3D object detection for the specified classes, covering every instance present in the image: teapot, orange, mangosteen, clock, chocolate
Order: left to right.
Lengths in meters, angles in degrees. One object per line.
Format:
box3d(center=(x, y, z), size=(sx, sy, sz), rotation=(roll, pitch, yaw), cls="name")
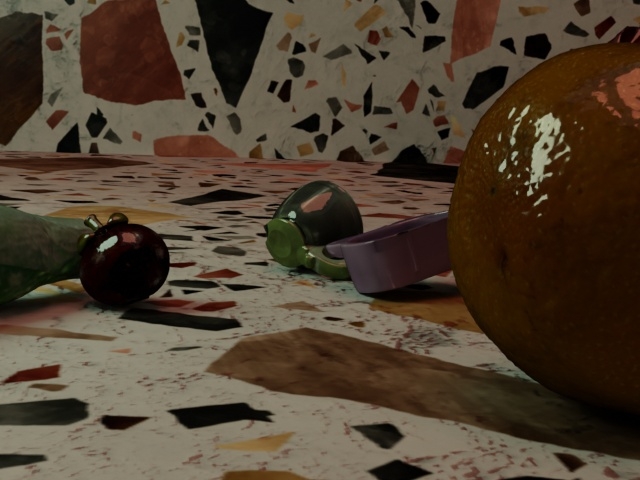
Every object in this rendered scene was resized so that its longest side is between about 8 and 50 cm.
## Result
box3d(center=(-0.298, 0.014, 0.940), size=(0.110, 0.110, 0.291), rotation=(8, 8, 33), cls="chocolate")
box3d(center=(-0.170, 0.017, 1.002), size=(0.081, 0.080, 0.081), rotation=(2, 8, 0), cls="mangosteen")
box3d(center=(-0.003, -0.008, 1.218), size=(0.124, 0.092, 0.091), rotation=(1, 22, 42), cls="teapot")
box3d(center=(0.085, 0.010, 1.138), size=(0.153, 0.050, 0.110), rotation=(-17, 6, -34), cls="clock")
box3d(center=(0.219, -0.010, 0.735), size=(0.264, 0.264, 0.264), rotation=(2, 8, 0), cls="orange")

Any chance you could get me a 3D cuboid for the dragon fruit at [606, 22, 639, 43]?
box3d(center=(0.380, -0.079, 1.059), size=(0.329, 0.329, 0.329), rotation=(2, 8, 0), cls="dragon fruit")
